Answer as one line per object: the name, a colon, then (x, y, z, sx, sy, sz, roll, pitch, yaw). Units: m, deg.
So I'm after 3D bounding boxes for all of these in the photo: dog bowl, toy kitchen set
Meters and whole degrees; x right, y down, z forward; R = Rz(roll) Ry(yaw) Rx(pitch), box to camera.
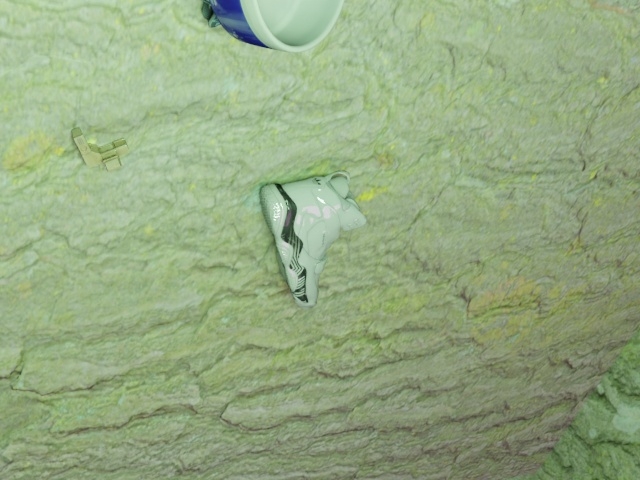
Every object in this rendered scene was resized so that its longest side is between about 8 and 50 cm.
dog bowl: (-0.066, -0.451, 1.252, 0.265, 0.104, 0.264, -31, 130, -46)
toy kitchen set: (-0.410, -0.177, 1.423, 0.083, 0.068, 0.075, -23, 135, -9)

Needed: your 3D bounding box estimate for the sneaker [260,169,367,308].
sneaker: (0.000, 0.000, 1.737, 0.210, 0.137, 0.365, -20, 131, -7)

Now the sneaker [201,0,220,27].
sneaker: (-0.209, -0.459, 1.259, 0.125, 0.104, 0.262, -34, 135, 5)
